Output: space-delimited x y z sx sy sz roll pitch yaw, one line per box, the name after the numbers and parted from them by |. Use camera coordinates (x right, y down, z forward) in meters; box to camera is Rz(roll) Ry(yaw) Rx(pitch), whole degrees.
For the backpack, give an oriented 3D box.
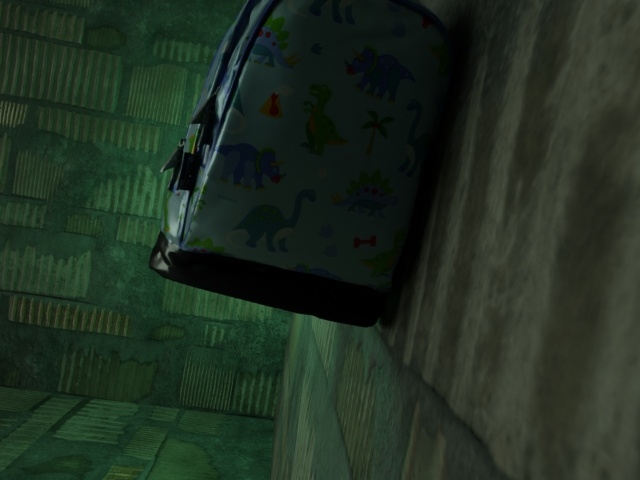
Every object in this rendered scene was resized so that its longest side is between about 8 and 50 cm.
-0.010 -0.099 0.455 0.273 0.291 0.354 174 112 -76 | backpack
